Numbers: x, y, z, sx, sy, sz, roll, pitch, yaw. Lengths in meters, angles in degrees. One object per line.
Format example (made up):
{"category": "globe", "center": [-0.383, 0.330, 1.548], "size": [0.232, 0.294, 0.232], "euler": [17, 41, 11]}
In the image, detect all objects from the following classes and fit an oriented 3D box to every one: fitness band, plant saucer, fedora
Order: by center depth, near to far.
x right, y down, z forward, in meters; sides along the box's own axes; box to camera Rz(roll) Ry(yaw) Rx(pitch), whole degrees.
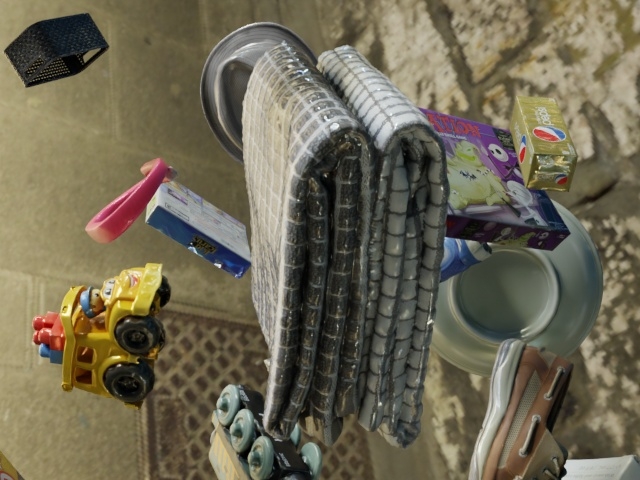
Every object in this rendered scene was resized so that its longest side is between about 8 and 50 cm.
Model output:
{"category": "fedora", "center": [-0.108, -0.247, 1.503], "size": [0.275, 0.243, 0.124], "euler": [66, 16, -8]}
{"category": "plant saucer", "center": [0.368, 0.097, 1.705], "size": [0.400, 0.400, 0.100], "euler": [50, 13, 1]}
{"category": "fitness band", "center": [-0.399, -0.080, 1.773], "size": [0.054, 0.291, 0.209], "euler": [44, 74, -16]}

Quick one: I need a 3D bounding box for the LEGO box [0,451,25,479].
{"category": "LEGO box", "center": [-0.710, 0.488, 1.443], "size": [0.372, 0.193, 0.500], "euler": [56, 1, -14]}

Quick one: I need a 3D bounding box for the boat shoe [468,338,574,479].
{"category": "boat shoe", "center": [0.270, 0.286, 1.127], "size": [0.123, 0.116, 0.324], "euler": [62, 41, -58]}

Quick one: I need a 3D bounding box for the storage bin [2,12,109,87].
{"category": "storage bin", "center": [-0.538, -0.391, 1.728], "size": [0.084, 0.122, 0.180], "euler": [58, 32, -5]}

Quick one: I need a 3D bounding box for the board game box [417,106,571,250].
{"category": "board game box", "center": [0.173, -0.092, 1.143], "size": [0.347, 0.056, 0.208], "euler": [6, 44, -37]}

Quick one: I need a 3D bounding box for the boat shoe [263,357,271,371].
{"category": "boat shoe", "center": [-0.093, 0.257, 1.719], "size": [0.035, 0.100, 0.035], "euler": [-16, 87, -17]}

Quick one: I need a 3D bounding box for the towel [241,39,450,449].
{"category": "towel", "center": [0.000, 0.000, 0.697], "size": [0.121, 0.284, 0.235], "euler": [-3, 26, -15]}

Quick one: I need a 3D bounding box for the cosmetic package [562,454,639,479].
{"category": "cosmetic package", "center": [0.329, 0.500, 1.212], "size": [0.385, 0.217, 0.156], "euler": [-40, 93, -29]}

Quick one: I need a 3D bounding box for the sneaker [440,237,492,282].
{"category": "sneaker", "center": [0.181, -0.029, 1.568], "size": [0.130, 0.147, 0.330], "euler": [49, 5, -29]}

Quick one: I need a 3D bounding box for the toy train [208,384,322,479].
{"category": "toy train", "center": [-0.117, 0.401, 1.535], "size": [0.142, 0.190, 0.334], "euler": [15, 14, -30]}

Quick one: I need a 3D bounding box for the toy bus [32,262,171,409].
{"category": "toy bus", "center": [-0.354, 0.139, 1.347], "size": [0.211, 0.220, 0.149], "euler": [11, 31, -5]}

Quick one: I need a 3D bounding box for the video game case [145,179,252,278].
{"category": "video game case", "center": [-0.300, -0.039, 2.082], "size": [0.269, 0.061, 0.244], "euler": [34, 15, -20]}

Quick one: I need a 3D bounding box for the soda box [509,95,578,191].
{"category": "soda box", "center": [0.313, -0.141, 1.198], "size": [0.061, 0.058, 0.181], "euler": [4, 34, 1]}
